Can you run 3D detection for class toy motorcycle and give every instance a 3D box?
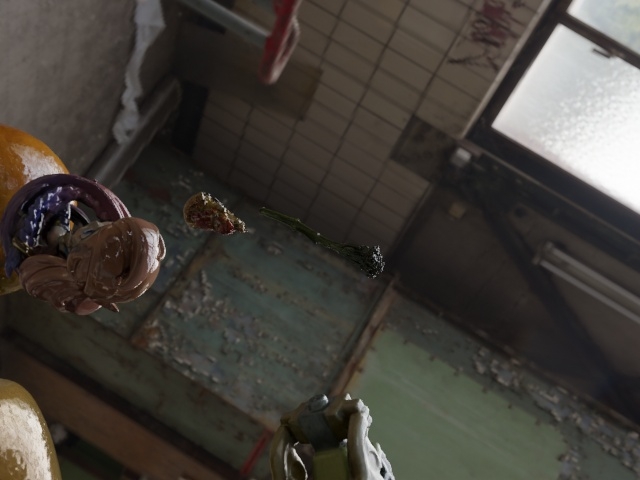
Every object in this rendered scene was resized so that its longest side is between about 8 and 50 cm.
[{"bbox_3d":[-0.016,0.360,1.099,0.168,0.237,0.410,-19,-170,30],"label":"toy motorcycle"}]

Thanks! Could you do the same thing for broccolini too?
[{"bbox_3d":[0.000,0.001,1.339,0.042,0.218,0.044,103,11,-45],"label":"broccolini"}]

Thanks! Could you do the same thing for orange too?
[{"bbox_3d":[-0.404,-0.031,0.981,0.240,0.240,0.171,118,-38,-45],"label":"orange"}]

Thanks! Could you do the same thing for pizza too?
[{"bbox_3d":[-0.169,-0.038,1.257,0.099,0.100,0.029,69,31,-57],"label":"pizza"}]

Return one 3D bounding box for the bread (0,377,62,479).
[{"bbox_3d":[-0.495,0.385,1.190,0.252,0.376,0.348,-7,175,-34],"label":"bread"}]

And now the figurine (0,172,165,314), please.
[{"bbox_3d":[-0.192,0.016,0.719,0.126,0.157,0.114,-10,119,-48],"label":"figurine"}]
